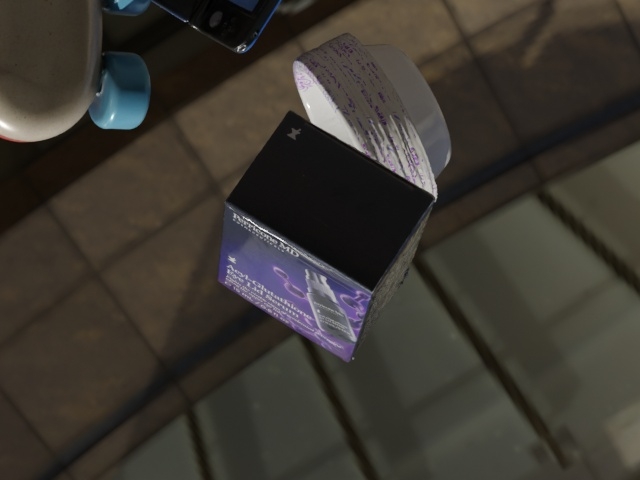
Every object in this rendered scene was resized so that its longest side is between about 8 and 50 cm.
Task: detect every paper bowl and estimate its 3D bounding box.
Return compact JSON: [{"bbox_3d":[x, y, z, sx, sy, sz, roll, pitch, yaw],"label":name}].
[{"bbox_3d":[0.087,-0.171,2.634,0.148,0.284,0.284,-28,-151,-8],"label":"paper bowl"}]

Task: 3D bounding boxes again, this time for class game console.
[{"bbox_3d":[-0.149,-0.473,2.794,0.293,0.173,0.250,-58,-147,2],"label":"game console"}]

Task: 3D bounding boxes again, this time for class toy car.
[{"bbox_3d":[-0.301,-0.202,1.701,0.219,0.210,0.238,1,-175,-28],"label":"toy car"}]

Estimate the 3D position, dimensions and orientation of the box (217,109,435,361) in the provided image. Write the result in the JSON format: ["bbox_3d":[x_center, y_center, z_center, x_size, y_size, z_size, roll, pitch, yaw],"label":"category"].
[{"bbox_3d":[0.000,0.000,1.606,0.108,0.153,0.207,-56,171,-20],"label":"box"}]
